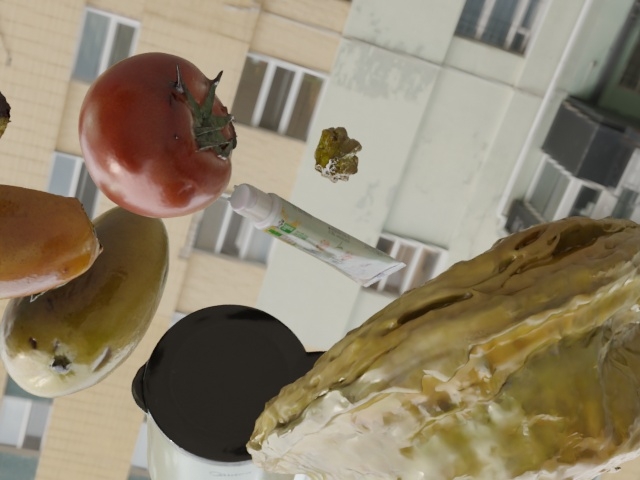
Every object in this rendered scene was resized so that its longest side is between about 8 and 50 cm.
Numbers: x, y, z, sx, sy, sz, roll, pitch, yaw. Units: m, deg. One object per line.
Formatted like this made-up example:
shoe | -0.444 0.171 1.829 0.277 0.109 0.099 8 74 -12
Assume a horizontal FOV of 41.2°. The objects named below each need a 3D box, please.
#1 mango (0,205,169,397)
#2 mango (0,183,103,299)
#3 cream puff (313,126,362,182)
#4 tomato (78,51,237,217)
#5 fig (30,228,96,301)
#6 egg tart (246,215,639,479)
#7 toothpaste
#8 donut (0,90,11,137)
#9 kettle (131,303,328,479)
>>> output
mango | -0.440 0.101 1.657 0.301 0.221 0.445 -12 -143 34
mango | -0.409 -0.001 1.084 0.252 0.154 0.126 -7 169 -14
cream puff | 0.024 -0.125 1.274 0.083 0.083 0.058 46 -150 -13
tomato | -0.248 -0.160 1.315 0.224 0.256 0.256 -10 -165 16
fig | -0.412 0.028 1.316 0.103 0.109 0.155 30 -132 -23
egg tart | 0.105 0.109 0.540 0.318 0.319 0.128 -2 -121 -44
toothpaste | 0.000 0.000 1.174 0.058 0.056 0.314 20 174 46
donut | -0.605 -0.222 1.466 0.140 0.141 0.059 27 -175 19
kettle | -0.085 0.263 1.262 0.360 0.377 0.250 0 -118 -7
